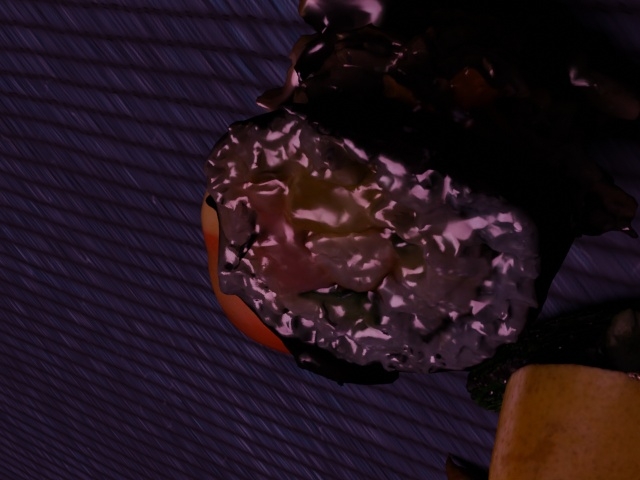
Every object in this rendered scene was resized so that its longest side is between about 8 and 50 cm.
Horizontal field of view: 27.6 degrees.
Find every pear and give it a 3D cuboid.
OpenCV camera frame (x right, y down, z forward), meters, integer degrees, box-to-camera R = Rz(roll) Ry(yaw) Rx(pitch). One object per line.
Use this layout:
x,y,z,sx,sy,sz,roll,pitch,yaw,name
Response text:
0.219,0.215,0.895,0.267,0.178,0.267,24,156,11,pear

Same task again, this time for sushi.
0.057,-0.049,0.800,0.238,0.219,0.225,30,142,-15,sushi

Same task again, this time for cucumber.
0.174,0.087,0.965,0.058,0.058,0.187,50,151,-4,cucumber

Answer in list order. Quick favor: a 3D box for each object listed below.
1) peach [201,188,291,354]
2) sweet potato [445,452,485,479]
0.000,0.000,0.978,0.184,0.184,0.184,33,148,24,peach
0.203,0.302,1.186,0.274,0.067,0.067,49,152,11,sweet potato
